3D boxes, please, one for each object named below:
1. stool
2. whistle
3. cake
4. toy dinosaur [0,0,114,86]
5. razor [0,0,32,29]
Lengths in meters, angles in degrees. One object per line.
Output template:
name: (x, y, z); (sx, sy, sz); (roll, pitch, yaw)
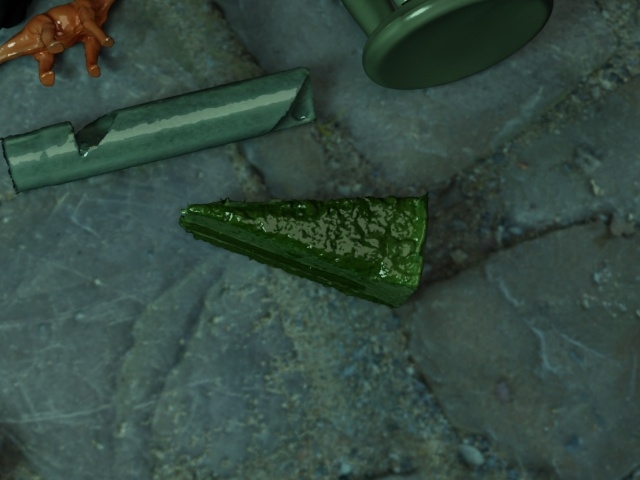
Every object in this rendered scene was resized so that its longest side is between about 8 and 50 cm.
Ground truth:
stool: (0.111, -0.278, 1.147); (0.195, 0.195, 0.198); (-14, 73, -9)
whistle: (-0.155, -0.110, 1.136); (0.312, 0.062, 0.062); (-14, 78, -11)
cake: (-0.017, 0.011, 1.100); (0.235, 0.100, 0.099); (0, 75, -7)
toy dinosaur: (-0.237, -0.216, 1.156); (0.279, 0.055, 0.101); (-24, 57, -10)
razor: (-0.316, -0.377, 1.163); (0.189, 0.107, 0.327); (27, 74, 2)
